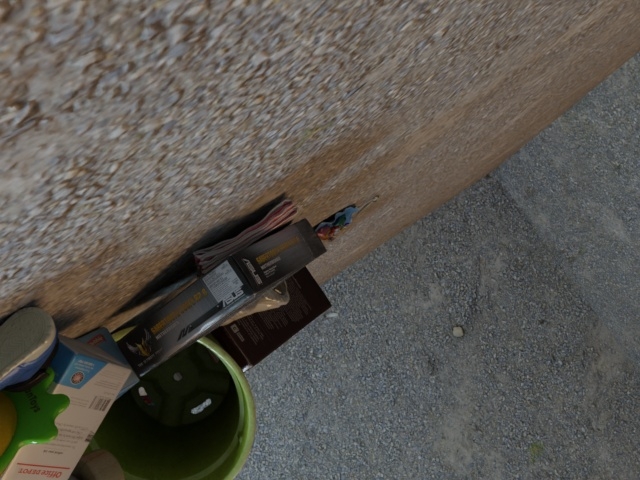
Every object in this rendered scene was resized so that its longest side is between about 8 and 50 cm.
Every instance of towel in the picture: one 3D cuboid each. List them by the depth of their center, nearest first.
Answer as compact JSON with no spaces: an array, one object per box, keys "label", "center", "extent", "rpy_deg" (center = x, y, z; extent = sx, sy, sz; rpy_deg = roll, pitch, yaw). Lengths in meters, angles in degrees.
[{"label":"towel","center":[-0.102,0.005,1.056],"extent":[0.144,0.029,0.197],"rpy_deg":[-33,177,-12]}]

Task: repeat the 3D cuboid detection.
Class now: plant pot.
[{"label":"plant pot","center":[-0.235,0.241,1.262],"extent":[0.276,0.276,0.254],"rpy_deg":[-35,-174,1]}]

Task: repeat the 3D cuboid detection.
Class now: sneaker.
[{"label":"sneaker","center":[-0.299,0.122,0.713],"extent":[0.152,0.058,0.084],"rpy_deg":[-39,168,-22]},{"label":"sneaker","center":[-0.140,0.093,1.367],"extent":[0.115,0.090,0.232],"rpy_deg":[-29,169,24]}]

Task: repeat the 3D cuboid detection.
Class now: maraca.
[{"label":"maraca","center":[-0.327,0.178,0.743],"extent":[0.186,0.127,0.099],"rpy_deg":[-28,141,-21]}]

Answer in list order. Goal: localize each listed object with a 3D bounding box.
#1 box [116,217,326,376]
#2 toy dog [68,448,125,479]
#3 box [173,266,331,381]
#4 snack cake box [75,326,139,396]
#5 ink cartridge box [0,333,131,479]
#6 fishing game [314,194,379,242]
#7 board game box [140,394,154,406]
[{"label":"box","center":[-0.124,0.070,1.025],"extent":[0.231,0.056,0.183],"rpy_deg":[-35,178,32]},{"label":"toy dog","center":[-0.341,0.388,0.980],"extent":[0.220,0.161,0.333],"rpy_deg":[-17,154,-27]},{"label":"box","center":[-0.149,0.173,1.589],"extent":[0.191,0.143,0.381],"rpy_deg":[-36,178,27]},{"label":"snack cake box","center":[-0.368,0.216,0.967],"extent":[0.152,0.089,0.264],"rpy_deg":[-38,174,37]},{"label":"ink cartridge box","center":[-0.290,0.192,0.842],"extent":[0.180,0.060,0.104],"rpy_deg":[-60,153,-7]},{"label":"fishing game","center":[0.000,0.000,1.547],"extent":[0.264,0.041,0.189],"rpy_deg":[-28,169,-49]},{"label":"board game box","center":[-0.358,0.353,1.428],"extent":[0.193,0.053,0.305],"rpy_deg":[-3,-171,-17]}]
